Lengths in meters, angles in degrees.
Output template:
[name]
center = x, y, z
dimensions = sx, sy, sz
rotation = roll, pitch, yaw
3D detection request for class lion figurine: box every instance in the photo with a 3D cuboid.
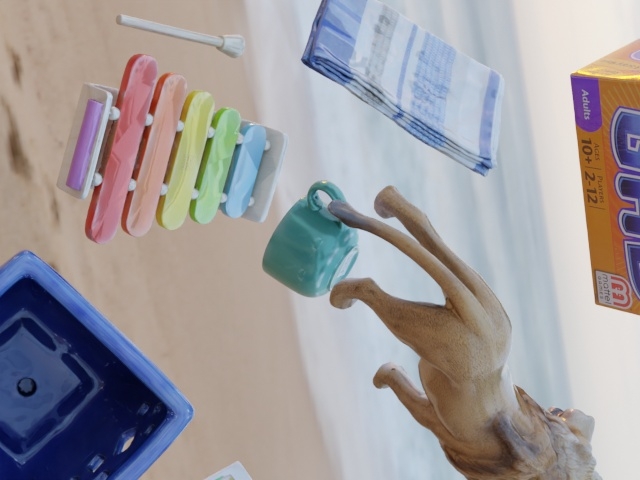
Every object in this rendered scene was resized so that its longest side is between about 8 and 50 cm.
[lion figurine]
center = 0.140, 0.123, 1.208
dimensions = 0.240, 0.142, 0.392
rotation = 40, -9, 38

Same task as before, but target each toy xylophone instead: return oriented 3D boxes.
[toy xylophone]
center = -0.163, -0.123, 1.405
dimensions = 0.322, 0.081, 0.236
rotation = -6, 112, -51

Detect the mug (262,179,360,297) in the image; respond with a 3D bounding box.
[mug]
center = -0.005, 0.008, 1.729
dimensions = 0.129, 0.097, 0.158
rotation = -52, 165, -21

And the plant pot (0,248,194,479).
[plant pot]
center = -0.297, 0.159, 1.252
dimensions = 0.236, 0.236, 0.212
rotation = 46, -9, -12

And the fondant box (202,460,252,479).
[fondant box]
center = -0.113, 0.468, 1.532
dimensions = 0.330, 0.238, 0.096
rotation = 53, -37, 18

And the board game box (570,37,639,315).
[board game box]
center = 0.608, -0.103, 1.729
dimensions = 0.356, 0.356, 0.356
rotation = -28, 118, -35

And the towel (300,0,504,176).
[towel]
center = 0.116, -0.218, 1.610
dimensions = 0.285, 0.034, 0.209
rotation = 30, 42, -15
